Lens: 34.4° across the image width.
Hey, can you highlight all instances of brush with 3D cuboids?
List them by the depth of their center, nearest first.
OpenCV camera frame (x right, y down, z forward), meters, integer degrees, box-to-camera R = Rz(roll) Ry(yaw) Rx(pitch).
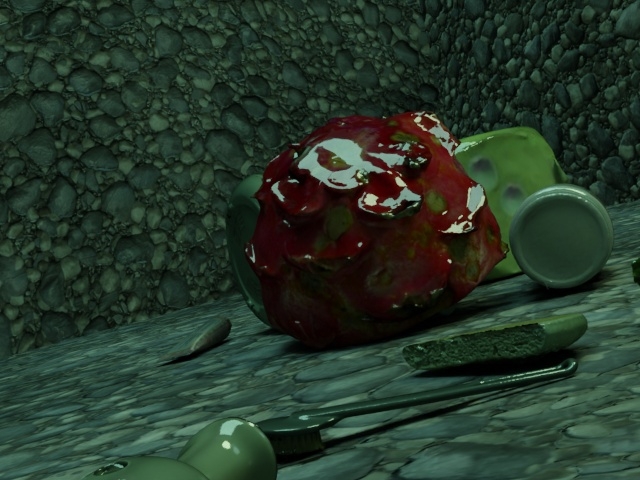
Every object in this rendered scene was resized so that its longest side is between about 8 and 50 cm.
[{"bbox_3d":[0.078,0.127,0.799,0.266,0.027,0.062,-10,1,-11],"label":"brush"}]

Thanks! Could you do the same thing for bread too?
[{"bbox_3d":[0.175,0.094,0.945,0.112,0.036,0.193,-8,-6,-35],"label":"bread"}]

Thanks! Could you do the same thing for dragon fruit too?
[{"bbox_3d":[0.058,-0.043,1.428,0.371,0.249,0.386,2,38,40],"label":"dragon fruit"}]

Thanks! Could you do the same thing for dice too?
[{"bbox_3d":[0.272,-0.056,1.827,0.249,0.252,0.254,-14,3,-19],"label":"dice"}]

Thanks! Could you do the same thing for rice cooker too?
[{"bbox_3d":[0.002,-0.002,1.766,0.277,0.288,0.288,-14,1,-24],"label":"rice cooker"}]

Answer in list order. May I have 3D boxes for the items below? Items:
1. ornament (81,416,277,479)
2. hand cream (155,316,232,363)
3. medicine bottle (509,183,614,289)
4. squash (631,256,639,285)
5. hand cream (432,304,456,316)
[{"bbox_3d":[-0.076,0.143,0.539,0.075,0.081,0.156,-48,-10,12],"label":"ornament"},{"bbox_3d":[-0.201,0.168,1.729,0.067,0.043,0.209,-15,6,21],"label":"hand cream"},{"bbox_3d":[0.334,-0.008,1.437,0.144,0.144,0.252,-13,-1,17],"label":"medicine bottle"},{"bbox_3d":[0.451,-0.012,0.886,0.370,0.118,0.118,-16,-1,41],"label":"squash"},{"bbox_3d":[0.087,0.095,1.490,0.255,0.048,0.079,-10,30,47],"label":"hand cream"}]
